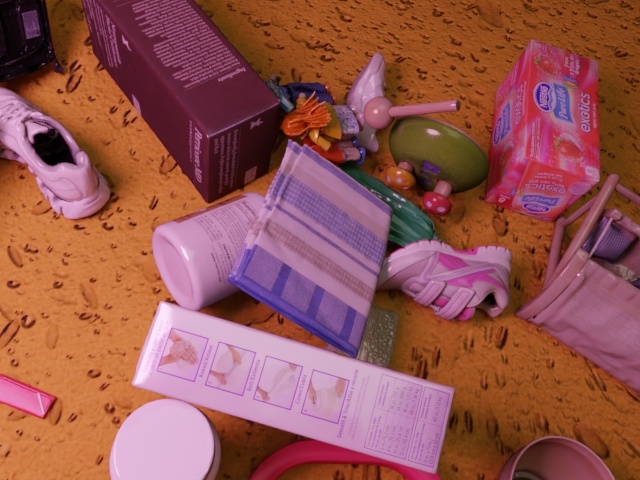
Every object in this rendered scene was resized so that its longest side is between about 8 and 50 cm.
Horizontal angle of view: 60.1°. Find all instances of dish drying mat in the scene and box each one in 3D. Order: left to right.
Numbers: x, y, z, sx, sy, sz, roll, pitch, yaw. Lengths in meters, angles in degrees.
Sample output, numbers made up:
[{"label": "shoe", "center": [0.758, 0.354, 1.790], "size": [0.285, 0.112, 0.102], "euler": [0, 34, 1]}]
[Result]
[{"label": "dish drying mat", "center": [-0.394, 0.204, 0.725], "size": [0.083, 0.008, 0.032], "euler": [23, 61, -1]}]

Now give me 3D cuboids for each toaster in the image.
[{"label": "toaster", "center": [-0.520, -0.340, 0.870], "size": [0.110, 0.186, 0.168], "euler": [19, 37, 16]}]

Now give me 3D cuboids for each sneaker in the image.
[{"label": "sneaker", "center": [-0.443, -0.163, 0.845], "size": [0.292, 0.118, 0.110], "euler": [38, 63, 9]}, {"label": "sneaker", "center": [0.100, -0.259, 1.055], "size": [0.094, 0.080, 0.212], "euler": [25, 66, -13]}, {"label": "sneaker", "center": [0.202, 0.070, 0.881], "size": [0.252, 0.103, 0.111], "euler": [0, 61, -12]}]

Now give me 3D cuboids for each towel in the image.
[{"label": "towel", "center": [0.000, 0.000, 0.788], "size": [0.209, 0.034, 0.285], "euler": [33, 47, -16]}, {"label": "towel", "center": [0.061, 0.161, 0.843], "size": [0.110, 0.027, 0.148], "euler": [20, 60, -3]}]

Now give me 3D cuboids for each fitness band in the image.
[{"label": "fitness band", "center": [0.036, 0.369, 0.718], "size": [0.290, 0.054, 0.209], "euler": [6, 59, -11]}]

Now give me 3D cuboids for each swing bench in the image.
[{"label": "swing bench", "center": [0.507, 0.078, 0.913], "size": [0.253, 0.165, 0.255], "euler": [33, 61, 4]}]

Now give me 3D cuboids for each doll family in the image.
[{"label": "doll family", "center": [-0.033, -0.224, 0.931], "size": [0.163, 0.118, 0.263], "euler": [-14, 52, -36]}]

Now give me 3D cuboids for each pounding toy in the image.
[{"label": "pounding toy", "center": [0.168, -0.125, 0.920], "size": [0.182, 0.237, 0.110], "euler": [18, 72, 39]}]

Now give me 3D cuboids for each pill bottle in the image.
[{"label": "pill bottle", "center": [-0.175, 0.253, 0.635], "size": [0.119, 0.208, 0.119], "euler": [5, 62, -10]}, {"label": "pill bottle", "center": [-0.117, 0.001, 0.820], "size": [0.229, 0.131, 0.131], "euler": [-25, 71, -34]}]

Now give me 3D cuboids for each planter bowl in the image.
[{"label": "planter bowl", "center": [0.305, 0.358, 0.750], "size": [0.161, 0.109, 0.162], "euler": [6, 62, -11]}]

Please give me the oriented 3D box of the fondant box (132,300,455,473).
[{"label": "fondant box", "center": [-0.033, 0.173, 0.681], "size": [0.330, 0.238, 0.096], "euler": [16, 78, -2]}]

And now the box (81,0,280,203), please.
[{"label": "box", "center": [-0.236, -0.271, 0.908], "size": [0.143, 0.191, 0.381], "euler": [-34, 74, -25]}]

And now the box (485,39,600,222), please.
[{"label": "box", "center": [0.420, -0.209, 1.051], "size": [0.142, 0.154, 0.300], "euler": [17, 62, -3]}]

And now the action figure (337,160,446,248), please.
[{"label": "action figure", "center": [0.110, -0.039, 0.939], "size": [0.232, 0.063, 0.137], "euler": [31, 58, 8]}]
